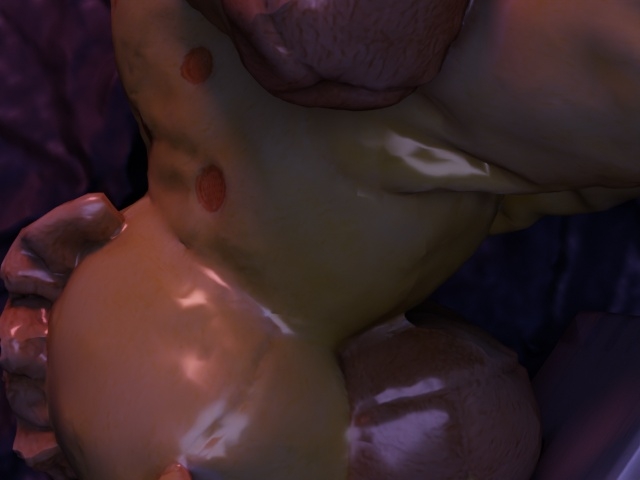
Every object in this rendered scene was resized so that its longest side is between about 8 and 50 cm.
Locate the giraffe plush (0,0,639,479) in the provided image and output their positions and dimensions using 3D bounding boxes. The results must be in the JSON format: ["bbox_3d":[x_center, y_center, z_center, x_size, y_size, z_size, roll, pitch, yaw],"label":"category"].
[{"bbox_3d":[0.000,0.000,0.433,0.210,0.181,0.170,15,97,17],"label":"giraffe plush"}]

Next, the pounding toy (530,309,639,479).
[{"bbox_3d":[0.134,0.106,0.481,0.206,0.094,0.181,37,82,-11],"label":"pounding toy"}]
